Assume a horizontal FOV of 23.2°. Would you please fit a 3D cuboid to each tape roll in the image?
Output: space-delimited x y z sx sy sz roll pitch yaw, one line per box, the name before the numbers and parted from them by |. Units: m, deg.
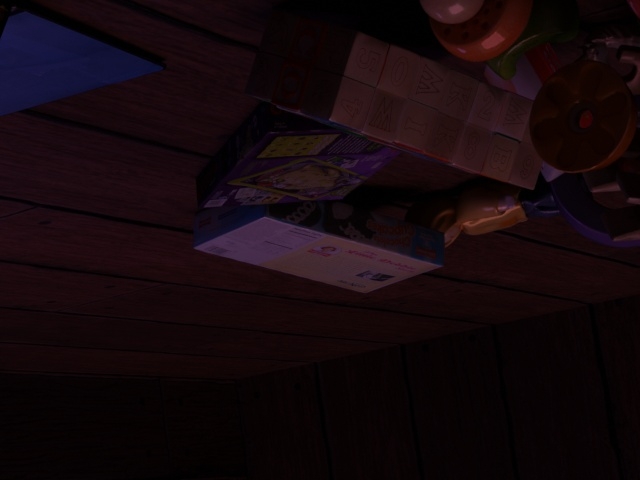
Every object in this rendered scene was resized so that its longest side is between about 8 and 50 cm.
tape roll | 0.373 -0.090 1.908 0.189 0.189 0.080 -10 168 8

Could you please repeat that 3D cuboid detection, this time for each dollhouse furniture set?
dollhouse furniture set | 0.384 -0.095 1.525 0.135 0.259 0.262 -1 135 -15

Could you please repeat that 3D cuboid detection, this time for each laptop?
laptop | -0.395 -0.061 1.433 0.382 0.408 0.236 -13 134 24

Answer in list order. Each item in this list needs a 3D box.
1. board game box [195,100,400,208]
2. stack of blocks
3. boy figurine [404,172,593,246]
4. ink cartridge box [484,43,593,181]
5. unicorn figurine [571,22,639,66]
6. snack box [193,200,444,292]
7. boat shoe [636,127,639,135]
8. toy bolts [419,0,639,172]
board game box | -0.015 -0.107 1.921 0.208 0.056 0.347 0 167 -19
stack of blocks | 0.071 -0.138 1.532 0.297 0.087 0.171 15 -176 -43
boy figurine | 0.267 -0.042 2.330 0.285 0.092 0.177 -12 172 6
ink cartridge box | 0.226 -0.148 1.620 0.045 0.145 0.179 -28 169 -1
unicorn figurine | 0.351 -0.204 1.641 0.162 0.060 0.111 -36 117 27
snack box | 0.000 0.000 2.261 0.322 0.060 0.187 16 157 -34
boat shoe | 0.513 -0.150 2.000 0.207 0.073 0.073 -12 166 22
toy bolts | 0.209 -0.191 1.326 0.228 0.218 0.158 -36 150 28
